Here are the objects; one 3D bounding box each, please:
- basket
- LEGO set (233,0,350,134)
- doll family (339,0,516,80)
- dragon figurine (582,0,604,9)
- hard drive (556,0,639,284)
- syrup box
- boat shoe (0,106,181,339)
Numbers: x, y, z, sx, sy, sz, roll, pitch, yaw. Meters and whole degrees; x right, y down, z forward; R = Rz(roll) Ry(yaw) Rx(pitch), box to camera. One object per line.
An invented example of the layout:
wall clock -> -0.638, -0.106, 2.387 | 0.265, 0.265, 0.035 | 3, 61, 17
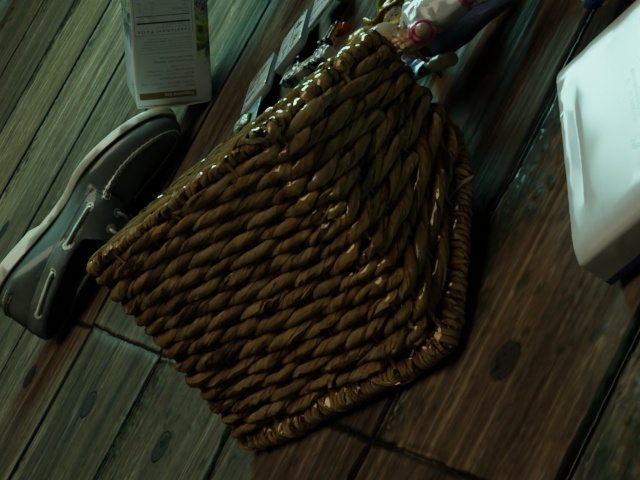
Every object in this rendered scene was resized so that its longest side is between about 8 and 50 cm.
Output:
basket -> 0.000, 0.000, 1.356 | 0.299, 0.223, 0.213 | -35, 8, 47
LEGO set -> -0.023, -0.161, 1.735 | 0.182, 0.060, 0.244 | -50, 15, 29
doll family -> 0.089, -0.187, 1.435 | 0.163, 0.118, 0.263 | -36, 26, 8
dragon figurine -> 0.245, -0.307, 1.252 | 0.289, 0.144, 0.085 | -49, -20, 1
hard drive -> 0.277, -0.138, 1.064 | 0.319, 0.040, 0.210 | -43, 27, 33
syrup box -> -0.185, -0.282, 1.982 | 0.093, 0.096, 0.237 | -120, 25, -65
boat shoe -> -0.260, -0.017, 2.000 | 0.319, 0.116, 0.099 | -48, 67, 9
